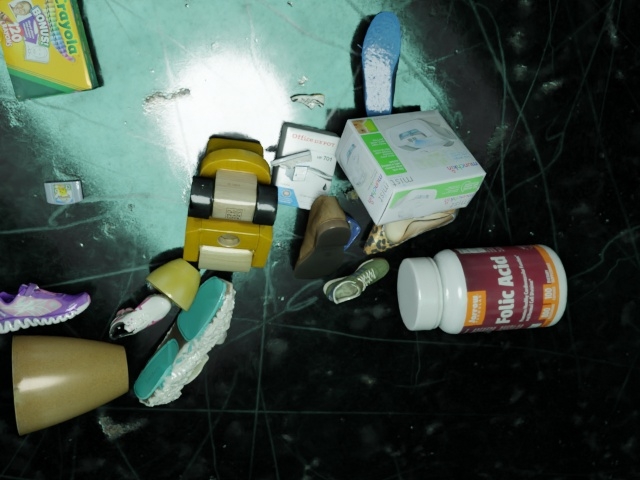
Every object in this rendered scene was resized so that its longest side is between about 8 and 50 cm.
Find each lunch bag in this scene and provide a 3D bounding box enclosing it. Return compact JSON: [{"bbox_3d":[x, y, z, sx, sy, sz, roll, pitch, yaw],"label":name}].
[{"bbox_3d":[0.051,-0.019,1.589,0.067,0.065,0.098,35,98,-17],"label":"lunch bag"}]

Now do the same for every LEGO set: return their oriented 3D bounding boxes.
[{"bbox_3d":[0.097,-0.118,1.593,0.083,0.023,0.054,26,104,-30],"label":"LEGO set"}]

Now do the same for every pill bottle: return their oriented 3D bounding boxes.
[{"bbox_3d":[0.416,0.129,1.613,0.391,0.224,0.224,-3,108,-9],"label":"pill bottle"}]

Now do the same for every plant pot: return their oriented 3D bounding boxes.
[{"bbox_3d":[-0.616,0.336,1.522,0.254,0.237,0.237,-6,109,-24],"label":"plant pot"},{"bbox_3d":[-0.356,0.101,1.536,0.134,0.134,0.095,44,74,-19],"label":"plant pot"}]

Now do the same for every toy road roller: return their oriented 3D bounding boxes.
[{"bbox_3d":[-0.214,-0.094,1.479,0.202,0.241,0.330,6,143,-12],"label":"toy road roller"}]

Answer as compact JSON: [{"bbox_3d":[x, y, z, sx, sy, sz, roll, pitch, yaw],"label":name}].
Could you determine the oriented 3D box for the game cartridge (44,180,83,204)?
[{"bbox_3d":[-0.618,-0.115,1.473,0.083,0.017,0.056,-5,112,-8],"label":"game cartridge"}]

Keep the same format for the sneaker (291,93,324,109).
[{"bbox_3d":[-0.030,-0.337,1.493,0.083,0.032,0.037,-3,107,-8],"label":"sneaker"}]

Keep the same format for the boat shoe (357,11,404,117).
[{"bbox_3d":[0.135,-0.415,1.473,0.108,0.089,0.258,9,111,1],"label":"boat shoe"}]

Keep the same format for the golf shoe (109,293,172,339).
[{"bbox_3d":[-0.449,0.198,1.533,0.186,0.086,0.067,-27,117,23],"label":"golf shoe"}]

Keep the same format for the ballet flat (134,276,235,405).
[{"bbox_3d":[-0.331,0.265,1.598,0.147,0.147,0.409,35,101,-18],"label":"ballet flat"}]

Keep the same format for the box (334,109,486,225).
[{"bbox_3d":[0.204,-0.174,1.434,0.261,0.231,0.127,-11,145,-25],"label":"box"}]

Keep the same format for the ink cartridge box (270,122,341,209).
[{"bbox_3d":[-0.040,-0.181,1.516,0.139,0.082,0.191,10,107,-12],"label":"ink cartridge box"}]

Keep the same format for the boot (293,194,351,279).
[{"bbox_3d":[0.000,0.000,1.527,0.112,0.115,0.305,-2,149,-19],"label":"boot"}]

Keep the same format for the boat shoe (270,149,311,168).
[{"bbox_3d":[-0.068,-0.186,1.449,0.100,0.035,0.035,-16,106,-9],"label":"boat shoe"}]

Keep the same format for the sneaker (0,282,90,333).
[{"bbox_3d":[-0.693,0.153,1.507,0.236,0.095,0.105,-11,101,-5],"label":"sneaker"}]

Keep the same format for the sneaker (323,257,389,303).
[{"bbox_3d":[0.103,0.114,1.628,0.192,0.086,0.064,-25,110,-1],"label":"sneaker"}]

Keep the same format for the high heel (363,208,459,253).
[{"bbox_3d":[0.225,-0.031,1.550,0.261,0.186,0.093,-40,111,4],"label":"high heel"}]

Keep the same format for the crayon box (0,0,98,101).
[{"bbox_3d":[-0.606,-0.457,1.332,0.165,0.081,0.279,-11,109,-6],"label":"crayon box"}]
